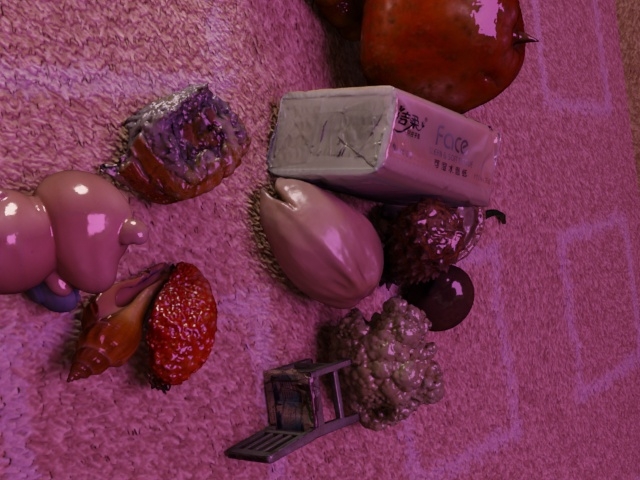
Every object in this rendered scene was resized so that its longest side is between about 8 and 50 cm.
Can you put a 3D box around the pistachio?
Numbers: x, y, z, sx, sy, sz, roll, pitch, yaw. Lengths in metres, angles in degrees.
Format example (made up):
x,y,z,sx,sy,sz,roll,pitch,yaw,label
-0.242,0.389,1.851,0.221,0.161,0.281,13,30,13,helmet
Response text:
x,y,z,sx,sy,sz,roll,pitch,yaw,label
0.000,0.000,1.631,0.332,0.208,0.226,45,9,-18,pistachio

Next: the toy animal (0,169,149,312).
x,y,z,sx,sy,sz,roll,pitch,yaw,label
-0.419,-0.014,1.179,0.229,0.210,0.221,-52,136,7,toy animal

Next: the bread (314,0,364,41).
x,y,z,sx,sy,sz,roll,pitch,yaw,label
0.004,-0.601,1.791,0.344,0.084,0.124,43,43,-34,bread

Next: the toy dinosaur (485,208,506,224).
x,y,z,sx,sy,sz,roll,pitch,yaw,label
0.410,-0.120,2.163,0.301,0.087,0.447,-57,130,-33,toy dinosaur

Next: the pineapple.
x,y,z,sx,sy,sz,roll,pitch,yaw,label
0.201,0.035,1.726,0.175,0.361,0.175,4,68,-9,pineapple

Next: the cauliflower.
x,y,z,sx,sy,sz,roll,pitch,yaw,label
0.166,0.264,1.722,0.281,0.260,0.327,-20,134,-44,cauliflower

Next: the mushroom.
x,y,z,sx,sy,sz,roll,pitch,yaw,label
0.273,-0.023,1.927,0.267,0.190,0.164,-21,111,-38,mushroom

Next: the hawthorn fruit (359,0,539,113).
x,y,z,sx,sy,sz,roll,pitch,yaw,label
0.304,-0.463,1.786,0.403,0.403,0.402,8,79,-46,hawthorn fruit

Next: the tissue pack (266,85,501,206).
x,y,z,sx,sy,sz,roll,pitch,yaw,label
0.146,-0.195,1.694,0.405,0.332,0.205,9,89,-46,tissue pack

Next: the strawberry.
x,y,z,sx,sy,sz,roll,pitch,yaw,label
-0.233,0.153,1.369,0.175,0.107,0.236,51,46,-80,strawberry

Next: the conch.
x,y,z,sx,sy,sz,roll,pitch,yaw,label
-0.341,0.136,1.327,0.109,0.093,0.330,27,32,2,conch

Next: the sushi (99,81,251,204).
x,y,z,sx,sy,sz,roll,pitch,yaw,label
-0.255,-0.172,1.411,0.274,0.139,0.184,-47,116,-47,sushi

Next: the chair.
x,y,z,sx,sy,sz,roll,pitch,yaw,label
-0.060,0.331,1.561,0.270,0.136,0.147,-9,91,-46,chair

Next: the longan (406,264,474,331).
x,y,z,sx,sy,sz,roll,pitch,yaw,label
0.299,0.139,1.938,0.185,0.159,0.204,-39,154,-18,longan
